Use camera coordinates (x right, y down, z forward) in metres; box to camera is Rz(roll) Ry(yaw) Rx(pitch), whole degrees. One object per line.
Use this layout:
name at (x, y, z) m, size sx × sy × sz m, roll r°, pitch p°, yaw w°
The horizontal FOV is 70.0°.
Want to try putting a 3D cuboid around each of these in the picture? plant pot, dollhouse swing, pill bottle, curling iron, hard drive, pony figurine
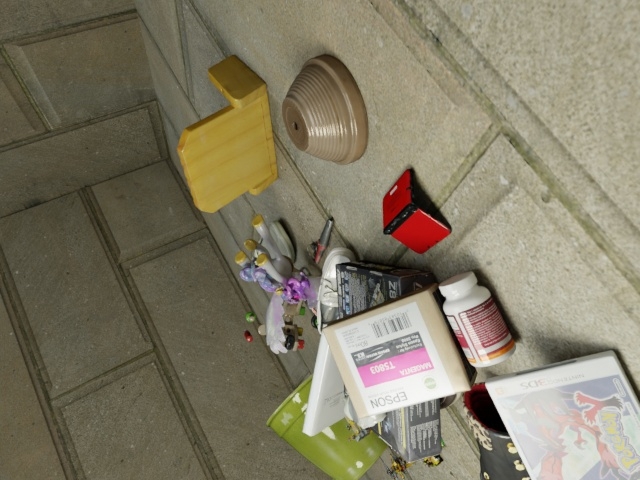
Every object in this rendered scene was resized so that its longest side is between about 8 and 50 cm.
plant pot at (-0.009, -0.265, 0.986) m, size 0.237 × 0.110 × 0.237 m, roll 52°, pitch 157°, yaw 33°
dollhouse swing at (-0.317, -0.315, 1.411) m, size 0.315 × 0.305 × 0.346 m, roll 49°, pitch 156°, yaw 35°
pill bottle at (0.270, 0.135, 0.800) m, size 0.151 × 0.086 × 0.086 m, roll 64°, pitch 160°, yaw 0°
curling iron at (0.000, 0.000, 1.385) m, size 0.068 × 0.035 × 0.274 m, roll 59°, pitch 160°, yaw 15°
hard drive at (0.047, 0.372, 1.295) m, size 0.040 × 0.203 × 0.307 m, roll 14°, pitch 97°, yaw 33°
plant pot at (0.053, 0.683, 1.676) m, size 0.353 × 0.367 × 0.366 m, roll 45°, pitch 155°, yaw 18°
pony figurine at (-0.115, 0.138, 1.498) m, size 0.363 × 0.303 × 0.350 m, roll 48°, pitch -161°, yaw -40°

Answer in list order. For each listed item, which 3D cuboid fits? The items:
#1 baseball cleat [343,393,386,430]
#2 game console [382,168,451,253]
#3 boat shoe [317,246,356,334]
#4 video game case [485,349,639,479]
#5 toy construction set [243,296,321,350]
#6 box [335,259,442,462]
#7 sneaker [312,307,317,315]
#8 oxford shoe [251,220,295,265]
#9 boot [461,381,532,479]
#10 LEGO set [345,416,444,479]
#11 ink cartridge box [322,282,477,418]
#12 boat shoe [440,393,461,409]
baseball cleat at (0.109, 0.326, 0.998) m, size 0.109 × 0.072 × 0.205 m, roll 34°, pitch 129°, yaw 40°
game console at (0.184, -0.053, 0.896) m, size 0.144 × 0.086 × 0.123 m, roll 124°, pitch 150°, yaw -67°
boat shoe at (0.042, 0.151, 1.273) m, size 0.096 × 0.098 × 0.276 m, roll -69°, pitch -11°, yaw -59°
video game case at (0.368, 0.274, 0.659) m, size 0.184 × 0.023 × 0.201 m, roll -27°, pitch 88°, yaw 33°
toy construction set at (-0.158, 0.299, 1.790) m, size 0.237 × 0.309 × 0.257 m, roll 177°, pitch 76°, yaw -74°
box at (0.146, 0.254, 1.077) m, size 0.318 × 0.097 × 0.394 m, roll -176°, pitch 81°, yaw -69°
sneaker at (0.020, 0.258, 1.642) m, size 0.065 × 0.061 × 0.157 m, roll -30°, pitch 86°, yaw 43°
oxford shoe at (-0.202, 0.057, 1.828) m, size 0.169 × 0.130 × 0.449 m, roll 62°, pitch 159°, yaw 12°
boot at (0.396, 0.430, 0.779) m, size 0.377 × 0.138 × 0.283 m, roll 26°, pitch 138°, yaw 68°
LEGO set at (0.186, 0.560, 1.357) m, size 0.331 × 0.192 × 0.254 m, roll 56°, pitch 158°, yaw 22°
ink cartridge box at (0.148, 0.212, 0.876) m, size 0.088 × 0.235 × 0.193 m, roll -8°, pitch -106°, yaw -65°
boat shoe at (0.242, 0.381, 1.146) m, size 0.116 × 0.097 × 0.324 m, roll 60°, pitch 160°, yaw 15°
